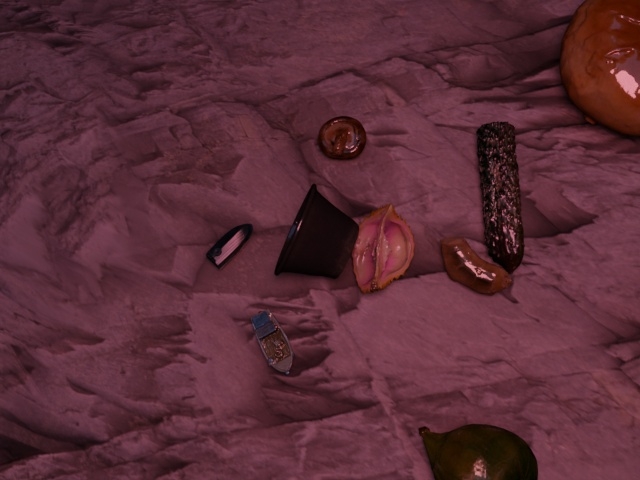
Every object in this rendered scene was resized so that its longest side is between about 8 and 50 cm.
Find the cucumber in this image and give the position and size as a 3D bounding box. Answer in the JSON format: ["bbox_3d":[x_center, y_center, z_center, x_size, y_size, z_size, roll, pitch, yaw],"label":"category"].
[{"bbox_3d":[0.427,-0.100,1.203,0.096,0.096,0.360,-1,77,9],"label":"cucumber"}]

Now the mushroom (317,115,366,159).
[{"bbox_3d":[0.057,-0.266,1.305,0.127,0.087,0.127,-1,80,7],"label":"mushroom"}]

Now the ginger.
[{"bbox_3d":[0.353,0.062,1.182,0.190,0.069,0.095,34,87,15],"label":"ginger"}]

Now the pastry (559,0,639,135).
[{"bbox_3d":[0.755,-0.415,1.151,0.409,0.245,0.410,-2,79,8],"label":"pastry"}]

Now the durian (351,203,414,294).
[{"bbox_3d":[0.141,0.021,1.198,0.165,0.132,0.182,-22,84,14],"label":"durian"}]

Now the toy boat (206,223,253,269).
[{"bbox_3d":[-0.226,0.007,1.297,0.055,0.060,0.141,40,78,17],"label":"toy boat"}]

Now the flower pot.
[{"bbox_3d":[0.000,0.000,1.197,0.148,0.235,0.235,24,80,-5],"label":"flower pot"}]

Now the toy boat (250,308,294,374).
[{"bbox_3d":[-0.113,0.243,1.215,0.069,0.059,0.173,-29,73,1],"label":"toy boat"}]

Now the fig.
[{"bbox_3d":[0.307,0.472,1.061,0.235,0.203,0.203,4,72,51],"label":"fig"}]
